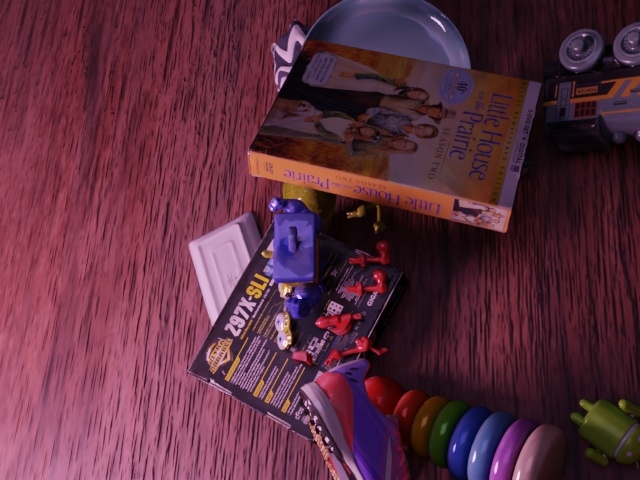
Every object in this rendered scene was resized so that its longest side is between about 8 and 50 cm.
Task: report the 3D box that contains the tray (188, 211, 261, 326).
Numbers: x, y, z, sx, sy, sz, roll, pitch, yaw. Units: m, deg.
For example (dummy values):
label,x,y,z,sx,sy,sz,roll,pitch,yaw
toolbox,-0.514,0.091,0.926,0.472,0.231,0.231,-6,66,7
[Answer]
label,x,y,z,sx,sy,sz,roll,pitch,yaw
tray,-0.159,0.078,1.550,0.145,0.030,0.270,-26,60,9

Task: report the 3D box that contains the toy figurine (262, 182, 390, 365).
label,x,y,z,sx,sy,sz,roll,pitch,yaw
toy figurine,0.000,0.000,1.305,0.191,0.217,0.362,-1,71,13

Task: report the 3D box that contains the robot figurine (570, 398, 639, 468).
label,x,y,z,sx,sy,sz,roll,pitch,yaw
robot figurine,0.420,0.275,1.200,0.115,0.067,0.101,36,94,30

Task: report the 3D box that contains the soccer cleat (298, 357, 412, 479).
label,x,y,z,sx,sy,sz,roll,pitch,yaw
soccer cleat,0.089,0.324,1.223,0.116,0.109,0.318,-32,100,-13

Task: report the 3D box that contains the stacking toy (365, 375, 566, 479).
label,x,y,z,sx,sy,sz,roll,pitch,yaw
stacking toy,0.190,0.295,1.260,0.330,0.141,0.141,15,74,33

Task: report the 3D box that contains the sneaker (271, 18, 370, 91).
label,x,y,z,sx,sy,sz,roll,pitch,yaw
sneaker,0.003,-0.395,1.653,0.235,0.094,0.153,-27,68,21

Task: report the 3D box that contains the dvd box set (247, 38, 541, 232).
label,x,y,z,sx,sy,sz,roll,pitch,yaw
dvd box set,0.129,-0.185,1.371,0.421,0.062,0.307,14,53,12

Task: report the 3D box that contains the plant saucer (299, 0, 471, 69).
label,x,y,z,sx,sy,sz,roll,pitch,yaw
plant saucer,0.117,-0.304,1.539,0.318,0.043,0.317,0,81,1

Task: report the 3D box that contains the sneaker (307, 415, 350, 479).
label,x,y,z,sx,sy,sz,roll,pitch,yaw
sneaker,0.045,0.318,1.299,0.084,0.069,0.185,-25,103,-14

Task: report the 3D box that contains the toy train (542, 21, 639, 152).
label,x,y,z,sx,sy,sz,roll,pitch,yaw
toy train,0.515,-0.243,1.334,0.334,0.142,0.190,0,72,35

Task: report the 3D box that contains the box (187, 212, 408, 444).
label,x,y,z,sx,sy,sz,roll,pitch,yaw
box,-0.035,0.146,1.421,0.257,0.079,0.321,24,78,22

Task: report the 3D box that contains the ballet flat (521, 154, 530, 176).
label,x,y,z,sx,sy,sz,roll,pitch,yaw
ballet flat,0.283,-0.176,1.457,0.206,0.073,0.067,59,134,32
